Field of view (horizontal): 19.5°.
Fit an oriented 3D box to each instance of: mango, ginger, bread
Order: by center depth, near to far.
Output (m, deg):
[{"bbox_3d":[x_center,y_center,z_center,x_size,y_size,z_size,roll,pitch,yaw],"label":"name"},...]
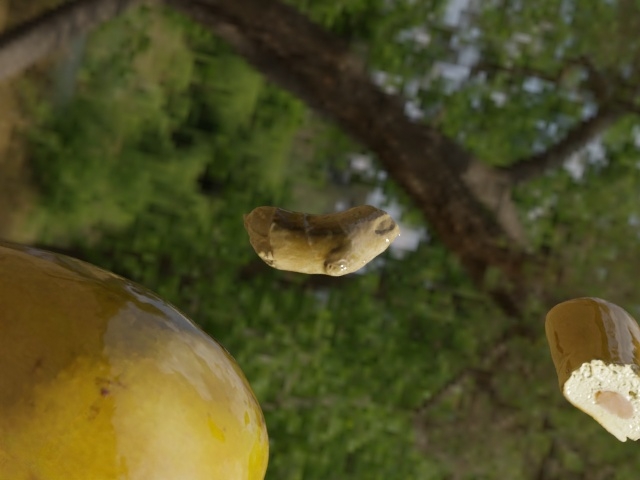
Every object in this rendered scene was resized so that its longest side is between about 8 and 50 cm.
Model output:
[{"bbox_3d":[-0.250,0.127,1.529,0.232,0.446,0.300,-57,162,-28],"label":"mango"},{"bbox_3d":[0.318,0.133,2.050,0.085,0.134,0.173,-45,-155,21],"label":"bread"},{"bbox_3d":[0.000,-0.002,2.230,0.069,0.190,0.095,96,-1,-74],"label":"ginger"}]
